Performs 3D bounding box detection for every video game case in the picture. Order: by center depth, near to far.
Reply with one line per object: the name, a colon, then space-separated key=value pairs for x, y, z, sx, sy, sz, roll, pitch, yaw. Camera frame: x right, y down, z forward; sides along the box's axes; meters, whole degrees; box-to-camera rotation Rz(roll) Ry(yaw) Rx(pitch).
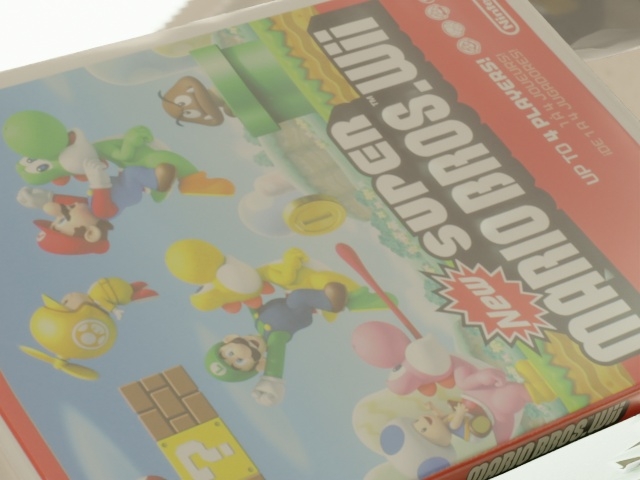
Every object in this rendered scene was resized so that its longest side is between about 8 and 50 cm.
video game case: x=0.000 y=0.000 z=0.659 sx=0.285 sy=0.204 sz=0.025 roll=-19 pitch=-34 yaw=-31

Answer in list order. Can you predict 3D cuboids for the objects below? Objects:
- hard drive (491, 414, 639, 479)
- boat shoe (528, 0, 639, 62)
hard drive: x=-0.011 y=0.158 z=0.720 sx=0.339 sy=0.237 sz=0.064 roll=-23 pitch=-87 yaw=13
boat shoe: x=0.147 y=-0.143 z=0.892 sx=0.228 sy=0.076 sz=0.080 roll=-15 pitch=-39 yaw=32
